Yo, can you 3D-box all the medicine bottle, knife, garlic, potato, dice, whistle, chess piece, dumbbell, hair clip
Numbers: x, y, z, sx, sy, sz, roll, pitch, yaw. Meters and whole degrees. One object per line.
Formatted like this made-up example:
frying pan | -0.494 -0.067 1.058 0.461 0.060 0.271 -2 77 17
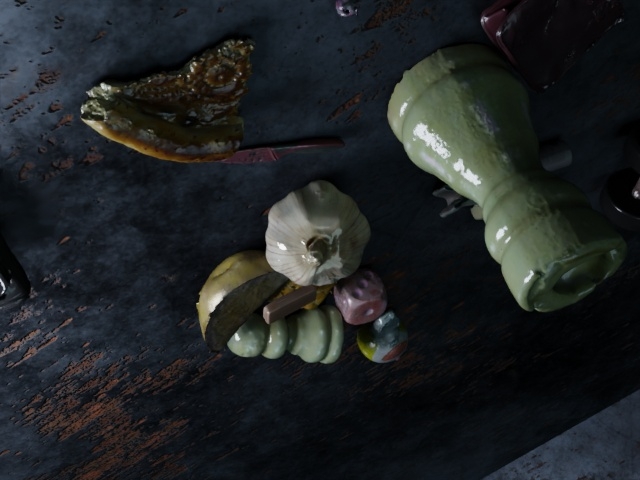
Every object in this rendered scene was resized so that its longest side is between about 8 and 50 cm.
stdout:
medicine bottle | 0.407 -0.148 1.802 0.199 0.058 0.057 -19 145 -10
knife | -0.074 -0.153 1.534 0.247 0.018 0.035 -8 145 -19
garlic | 0.000 0.000 1.580 0.199 0.226 0.199 -1 103 -5
potato | -0.179 0.104 1.717 0.243 0.098 0.138 -46 150 17
dice | 0.086 0.119 1.920 0.093 0.091 0.094 -13 142 -18
whistle | 0.149 0.215 2.037 0.123 0.123 0.223 -19 160 -9
chess piece | -0.083 0.203 1.905 0.243 0.133 0.133 1 138 -26
dumbbell | 0.705 -0.137 1.918 0.152 0.152 0.218 -14 144 -16
chess piece | 0.299 -0.100 1.461 0.234 0.442 0.234 -17 146 -12
hair clip | 0.340 -0.085 1.812 0.218 0.071 0.159 -7 172 -31

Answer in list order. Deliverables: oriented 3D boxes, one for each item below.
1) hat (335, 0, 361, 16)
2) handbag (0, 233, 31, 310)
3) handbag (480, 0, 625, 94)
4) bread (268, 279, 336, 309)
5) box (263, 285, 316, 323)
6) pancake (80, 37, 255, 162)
hat | 0.028 -0.383 1.239 0.140 0.129 0.227 -45 162 0
handbag | -0.618 0.060 1.387 0.275 0.088 0.244 -23 137 -7
handbag | 0.385 -0.372 1.467 0.216 0.074 0.203 -44 139 12
bread | -0.020 0.057 1.793 0.125 0.068 0.188 6 134 -37
box | -0.060 0.122 1.751 0.115 0.025 0.048 -27 149 -21
pancake | -0.195 -0.214 1.339 0.266 0.057 0.244 20 124 -45
